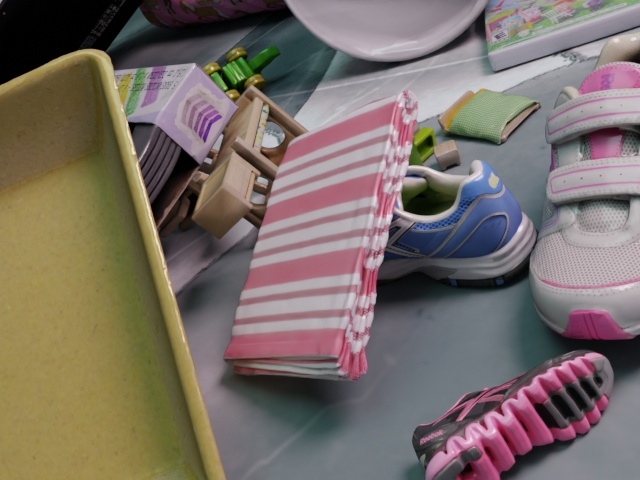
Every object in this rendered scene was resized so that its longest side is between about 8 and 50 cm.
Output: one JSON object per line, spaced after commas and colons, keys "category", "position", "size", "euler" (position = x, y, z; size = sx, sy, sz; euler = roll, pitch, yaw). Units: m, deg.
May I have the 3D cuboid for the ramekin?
{"category": "ramekin", "position": [0.082, -0.349, 0.880], "size": [0.273, 0.272, 0.127], "euler": [-11, 22, 25]}

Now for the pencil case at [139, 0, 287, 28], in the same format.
{"category": "pencil case", "position": [-0.150, -0.450, 1.299], "size": [0.386, 0.167, 0.160], "euler": [8, 15, 44]}

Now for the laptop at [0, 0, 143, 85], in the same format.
{"category": "laptop", "position": [-0.420, -0.425, 1.255], "size": [0.382, 0.236, 0.408], "euler": [-50, -11, 10]}

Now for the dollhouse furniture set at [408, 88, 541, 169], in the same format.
{"category": "dollhouse furniture set", "position": [0.113, -0.103, 0.679], "size": [0.152, 0.058, 0.076], "euler": [-42, 34, -22]}

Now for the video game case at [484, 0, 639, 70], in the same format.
{"category": "video game case", "position": [0.275, -0.258, 0.813], "size": [0.213, 0.023, 0.193], "euler": [-15, 33, 20]}

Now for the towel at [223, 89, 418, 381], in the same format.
{"category": "towel", "position": [0.000, 0.000, 0.545], "size": [0.144, 0.029, 0.197], "euler": [-11, 59, 53]}

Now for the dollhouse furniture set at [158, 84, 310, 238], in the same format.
{"category": "dollhouse furniture set", "position": [-0.084, -0.019, 0.712], "size": [0.161, 0.101, 0.182], "euler": [-41, 24, 28]}

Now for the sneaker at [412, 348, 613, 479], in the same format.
{"category": "sneaker", "position": [0.100, 0.092, 0.426], "size": [0.119, 0.047, 0.057], "euler": [-30, 20, -6]}

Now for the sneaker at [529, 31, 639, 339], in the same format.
{"category": "sneaker", "position": [0.182, -0.046, 0.491], "size": [0.103, 0.111, 0.252], "euler": [-5, 38, 32]}

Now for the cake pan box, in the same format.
{"category": "cake pan box", "position": [-0.224, -0.050, 0.732], "size": [0.267, 0.070, 0.245], "euler": [12, 66, 48]}

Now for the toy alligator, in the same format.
{"category": "toy alligator", "position": [-0.134, -0.191, 1.011], "size": [0.190, 0.056, 0.051], "euler": [-33, -10, -6]}

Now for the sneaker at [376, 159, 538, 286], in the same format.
{"category": "sneaker", "position": [0.051, -0.016, 0.579], "size": [0.211, 0.081, 0.080], "euler": [-6, 39, 34]}

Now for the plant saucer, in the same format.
{"category": "plant saucer", "position": [-0.239, 0.079, 0.544], "size": [0.333, 0.081, 0.332], "euler": [-22, 71, 8]}
